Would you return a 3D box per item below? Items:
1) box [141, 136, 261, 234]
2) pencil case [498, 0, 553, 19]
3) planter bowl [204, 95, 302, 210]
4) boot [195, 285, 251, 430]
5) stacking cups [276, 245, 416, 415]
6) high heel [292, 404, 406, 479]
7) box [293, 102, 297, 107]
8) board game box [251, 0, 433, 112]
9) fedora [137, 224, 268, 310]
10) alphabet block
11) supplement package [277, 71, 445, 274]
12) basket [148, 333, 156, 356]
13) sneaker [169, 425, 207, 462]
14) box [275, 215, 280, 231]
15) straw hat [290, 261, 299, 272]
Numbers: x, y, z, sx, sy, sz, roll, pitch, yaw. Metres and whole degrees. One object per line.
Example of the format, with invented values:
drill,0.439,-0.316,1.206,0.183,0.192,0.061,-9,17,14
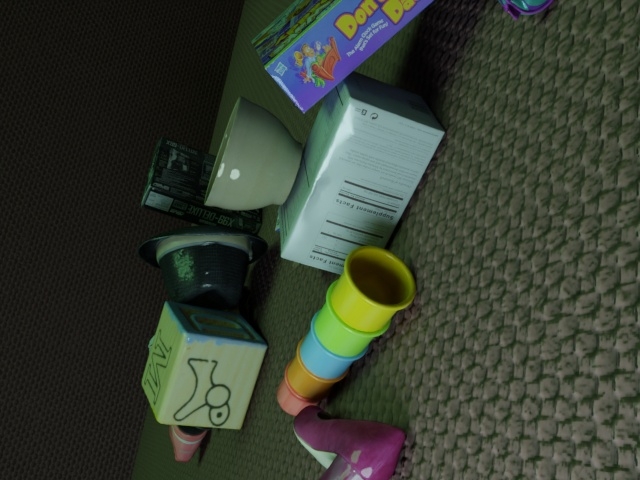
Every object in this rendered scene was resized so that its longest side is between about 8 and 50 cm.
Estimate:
box,-0.312,-0.142,1.735,0.076,0.307,0.242,-58,25,34
pencil case,0.200,-0.289,0.698,0.070,0.064,0.151,-51,24,17
planter bowl,-0.091,-0.112,0.918,0.162,0.109,0.162,-163,90,-76
boot,-0.233,0.288,1.559,0.280,0.096,0.264,-52,21,31
stacking cups,0.014,0.135,0.868,0.316,0.096,0.096,122,156,-45
high heel,0.034,0.234,0.789,0.117,0.082,0.244,-45,5,-1
box,-0.030,-0.422,1.574,0.116,0.029,0.162,128,153,-50
board game box,0.068,-0.341,0.865,0.347,0.078,0.233,-40,26,8
fedora,-0.269,0.082,1.479,0.334,0.334,0.152,141,129,-61
alphabet block,-0.251,0.264,1.359,0.193,0.192,0.197,32,105,61
supplement package,0.044,-0.089,0.885,0.139,0.134,0.244,-99,29,-57
basket,-0.333,0.266,1.538,0.167,0.113,0.103,-40,41,38
sneaker,-0.373,0.469,1.729,0.314,0.116,0.136,-114,39,-65
box,-0.067,-0.075,1.397,0.081,0.028,0.136,153,132,-66
straw hat,0.000,0.000,1.072,0.144,0.061,0.144,-160,90,-89
